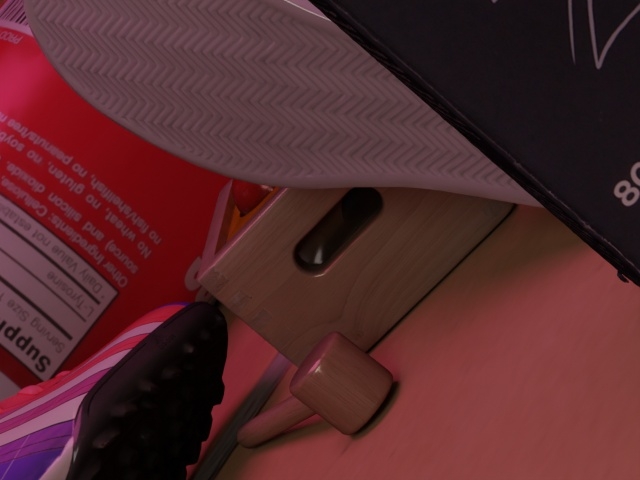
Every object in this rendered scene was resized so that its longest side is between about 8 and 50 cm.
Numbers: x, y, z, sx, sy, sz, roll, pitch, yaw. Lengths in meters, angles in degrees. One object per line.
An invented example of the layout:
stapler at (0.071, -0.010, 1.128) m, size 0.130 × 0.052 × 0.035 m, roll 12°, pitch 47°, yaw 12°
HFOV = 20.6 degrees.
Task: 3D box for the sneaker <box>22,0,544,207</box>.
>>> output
sneaker at (0.035, -0.105, 0.740) m, size 0.169 × 0.292 × 0.108 m, roll -55°, pitch -29°, yaw -43°

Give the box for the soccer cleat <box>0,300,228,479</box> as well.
soccer cleat at (-0.160, 0.123, 0.821) m, size 0.318 × 0.116 × 0.108 m, roll -48°, pitch -30°, yaw -37°

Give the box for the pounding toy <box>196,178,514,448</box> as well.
pounding toy at (-0.007, 0.008, 0.817) m, size 0.181 × 0.094 × 0.206 m, roll -45°, pitch 13°, yaw 16°

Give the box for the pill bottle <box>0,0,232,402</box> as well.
pill bottle at (-0.190, 0.015, 1.109) m, size 0.407 × 0.229 × 0.229 m, roll -53°, pitch 13°, yaw -17°

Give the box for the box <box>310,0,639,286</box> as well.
box at (0.090, -0.091, 0.525) m, size 0.153 × 0.207 × 0.108 m, roll -48°, pitch 13°, yaw 4°
